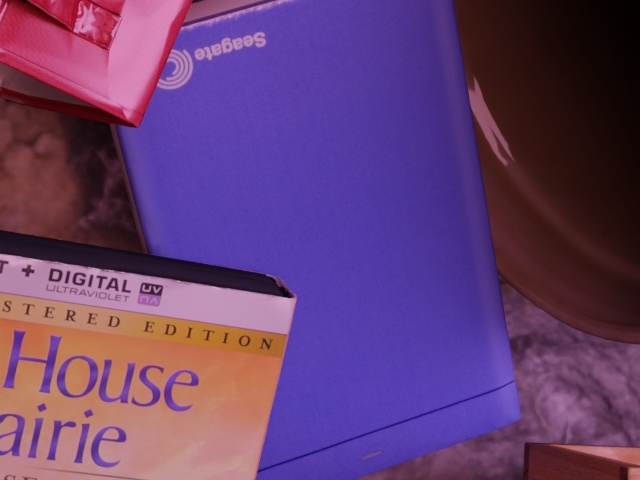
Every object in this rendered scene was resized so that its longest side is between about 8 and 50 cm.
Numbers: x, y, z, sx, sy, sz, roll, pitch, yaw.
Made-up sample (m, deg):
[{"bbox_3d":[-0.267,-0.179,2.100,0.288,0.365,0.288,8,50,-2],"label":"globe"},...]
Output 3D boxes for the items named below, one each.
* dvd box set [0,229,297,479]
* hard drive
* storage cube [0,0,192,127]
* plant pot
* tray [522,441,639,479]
[{"bbox_3d":[-0.205,0.201,0.969,0.308,0.062,0.420,10,100,-19],"label":"dvd box set"},{"bbox_3d":[0.000,0.000,1.036,0.210,0.040,0.318,-18,115,-12],"label":"hard drive"},{"bbox_3d":[-0.166,-0.186,0.879,0.184,0.215,0.193,25,84,-31],"label":"storage cube"},{"bbox_3d":[0.234,-0.142,1.044,0.280,0.323,0.323,-29,93,-28],"label":"plant pot"},{"bbox_3d":[0.345,0.169,1.009,0.411,0.203,0.076,4,86,-8],"label":"tray"}]
